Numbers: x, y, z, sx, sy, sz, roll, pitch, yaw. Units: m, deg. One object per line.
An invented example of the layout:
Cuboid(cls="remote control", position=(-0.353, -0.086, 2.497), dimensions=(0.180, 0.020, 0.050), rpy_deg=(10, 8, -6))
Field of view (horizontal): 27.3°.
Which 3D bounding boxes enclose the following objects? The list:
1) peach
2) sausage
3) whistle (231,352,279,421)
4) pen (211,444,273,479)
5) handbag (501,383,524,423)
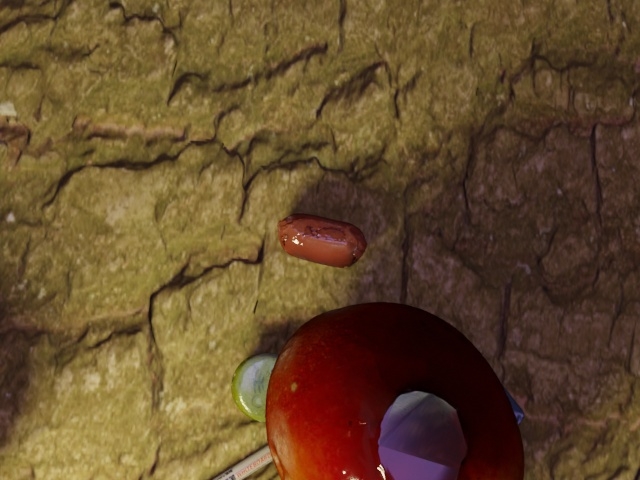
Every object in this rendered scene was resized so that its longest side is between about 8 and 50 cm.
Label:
Cuboid(cls="peach", position=(0.104, 0.274, 1.818), dimensions=(0.335, 0.310, 0.406), rpy_deg=(-20, 78, -8))
Cuboid(cls="sausage", position=(0.000, 0.000, 2.033), dimensions=(0.141, 0.076, 0.076), rpy_deg=(15, 75, -7))
Cuboid(cls="whistle", position=(-0.037, 0.223, 1.990), dimensions=(0.198, 0.057, 0.104), rpy_deg=(5, 87, -15))
Cuboid(cls="pen", position=(-0.122, 0.344, 1.957), dimensions=(0.218, 0.026, 0.026), rpy_deg=(-30, 83, -14))
Cuboid(cls="handbag", position=(0.185, 0.277, 2.012), dimensions=(0.221, 0.057, 0.144), rpy_deg=(-32, 78, -14))
